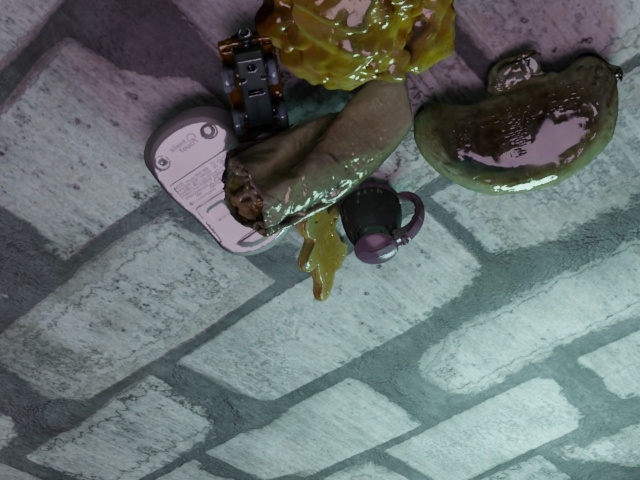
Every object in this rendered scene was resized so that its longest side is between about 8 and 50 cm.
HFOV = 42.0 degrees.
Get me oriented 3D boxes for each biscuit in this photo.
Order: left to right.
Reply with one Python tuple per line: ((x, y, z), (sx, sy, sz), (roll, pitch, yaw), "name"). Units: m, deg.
((0.000, 0.000, 1.550), (0.030, 0.153, 0.234), (11, 150, 23), "biscuit")

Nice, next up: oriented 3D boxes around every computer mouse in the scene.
((-0.163, -0.109, 1.443), (0.184, 0.121, 0.297), (-34, 116, 18), "computer mouse")

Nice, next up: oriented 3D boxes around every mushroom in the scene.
((0.329, -0.185, 1.380), (0.344, 0.130, 0.247), (-9, 128, 5), "mushroom")

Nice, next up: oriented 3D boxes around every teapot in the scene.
((0.111, -0.025, 1.524), (0.148, 0.146, 0.116), (3, 135, -7), "teapot")

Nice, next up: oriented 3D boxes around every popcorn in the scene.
((0.053, -0.329, 1.168), (0.332, 0.225, 0.265), (15, 129, -34), "popcorn")

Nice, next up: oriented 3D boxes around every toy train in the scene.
((-0.105, -0.243, 1.303), (0.089, 0.127, 0.219), (-12, 131, -3), "toy train")

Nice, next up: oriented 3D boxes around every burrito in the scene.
((0.011, -0.133, 1.313), (0.332, 0.135, 0.190), (-30, 161, -15), "burrito")
